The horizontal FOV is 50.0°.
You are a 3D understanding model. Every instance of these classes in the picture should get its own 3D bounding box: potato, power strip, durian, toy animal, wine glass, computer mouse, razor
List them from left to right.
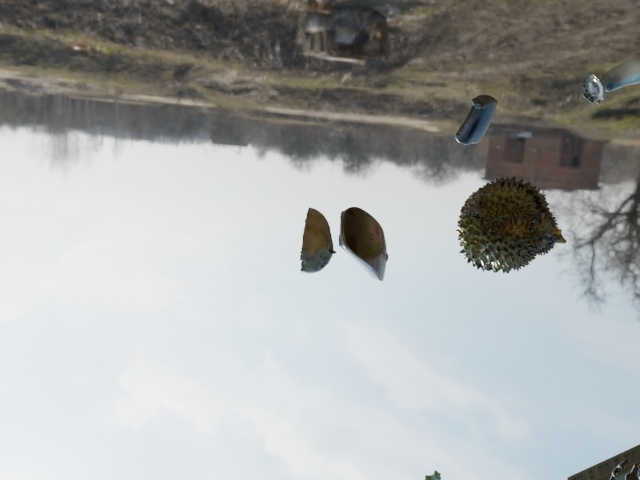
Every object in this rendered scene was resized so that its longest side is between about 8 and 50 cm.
[{"bbox_3d":[0.000,0.000,1.728,0.089,0.172,0.100,8,173,5],"label":"potato"},{"bbox_3d":[0.144,0.014,2.072,0.072,0.158,0.310,-7,153,26],"label":"computer mouse"},{"bbox_3d":[0.448,-0.343,1.956,0.090,0.148,0.054,-15,-129,-38],"label":"razor"},{"bbox_3d":[0.500,-0.037,1.833,0.293,0.258,0.258,-19,-162,-19],"label":"durian"},{"bbox_3d":[0.721,0.634,1.674,0.260,0.243,0.087,17,-154,-53],"label":"toy animal"},{"bbox_3d":[0.679,-0.371,1.571,0.155,0.072,0.072,-26,-160,-17],"label":"wine glass"},{"bbox_3d":[0.978,0.739,2.232,0.387,0.066,0.092,-34,-168,21],"label":"power strip"}]

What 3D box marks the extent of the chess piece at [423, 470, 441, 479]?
[{"bbox_3d":[0.274,0.626,1.780,0.042,0.093,0.042,42,-158,-22],"label":"chess piece"}]
